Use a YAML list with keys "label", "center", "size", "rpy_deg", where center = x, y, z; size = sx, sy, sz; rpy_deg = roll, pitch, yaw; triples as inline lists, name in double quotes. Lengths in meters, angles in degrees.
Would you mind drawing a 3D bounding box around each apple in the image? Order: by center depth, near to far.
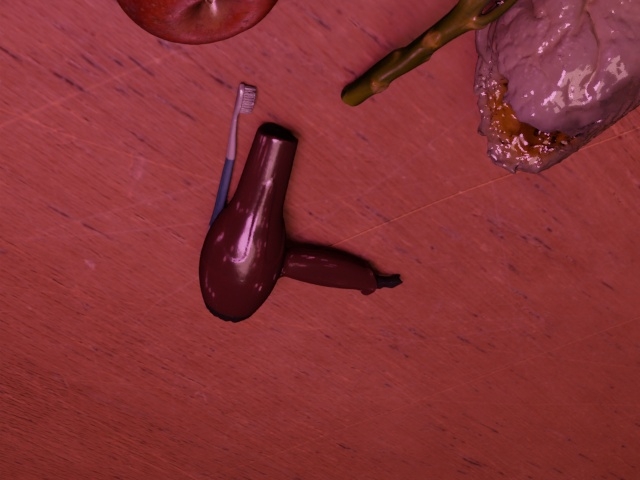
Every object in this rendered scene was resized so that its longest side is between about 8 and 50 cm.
- label: "apple"
  center: [-0.127, -0.308, 0.732]
  size: [0.201, 0.162, 0.201]
  rpy_deg: [-16, 170, -3]

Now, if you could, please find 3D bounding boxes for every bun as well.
- label: "bun"
  center: [0.285, -0.224, 0.790]
  size: [0.281, 0.281, 0.205]
  rpy_deg: [-37, 82, 27]

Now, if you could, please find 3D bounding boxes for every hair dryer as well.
- label: "hair dryer"
  center: [0.000, 0.000, 1.070]
  size: [0.340, 0.123, 0.312]
  rpy_deg: [11, 120, -25]

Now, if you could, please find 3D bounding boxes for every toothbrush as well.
- label: "toothbrush"
  center: [-0.131, -0.103, 1.009]
  size: [0.025, 0.019, 0.275]
  rpy_deg: [6, 131, -17]

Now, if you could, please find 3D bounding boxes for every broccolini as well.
- label: "broccolini"
  center: [0.139, -0.254, 0.774]
  size: [0.079, 0.074, 0.392]
  rpy_deg: [56, 148, -7]
